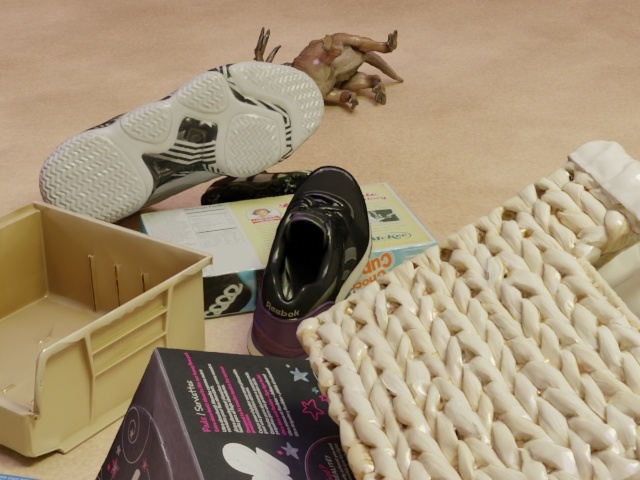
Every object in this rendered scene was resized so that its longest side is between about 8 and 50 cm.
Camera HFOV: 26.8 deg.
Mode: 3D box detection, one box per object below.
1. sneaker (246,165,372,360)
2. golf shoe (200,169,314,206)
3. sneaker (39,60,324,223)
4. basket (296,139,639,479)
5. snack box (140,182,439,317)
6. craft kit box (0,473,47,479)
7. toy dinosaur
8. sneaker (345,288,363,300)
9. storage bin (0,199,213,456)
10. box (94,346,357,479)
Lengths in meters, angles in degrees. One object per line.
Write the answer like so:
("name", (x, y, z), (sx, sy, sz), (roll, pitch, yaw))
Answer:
("sneaker", (0.000, 0.000, 1.440), (0.107, 0.124, 0.283), (12, 47, 4))
("golf shoe", (-0.056, -0.065, 1.738), (0.198, 0.077, 0.094), (-1, 25, -3))
("sneaker", (-0.184, -0.123, 1.691), (0.366, 0.137, 0.210), (-23, 8, -14))
("basket", (0.191, 0.171, 0.871), (0.266, 0.331, 0.328), (-30, 28, 2))
("snack box", (-0.040, 0.009, 1.595), (0.322, 0.060, 0.187), (-8, 27, -14))
("craft kit box", (-0.208, 0.281, 1.030), (0.250, 0.061, 0.246), (6, 23, 14))
("toy dinosaur", (0.000, -0.286, 2.166), (0.200, 0.127, 0.295), (14, 22, 43))
("sneaker", (0.045, 0.086, 1.453), (0.098, 0.038, 0.069), (16, 29, 33))
("storage bin", (-0.291, 0.083, 1.374), (0.262, 0.123, 0.260), (17, 30, 32))
("box", (-0.054, 0.217, 0.938), (0.142, 0.163, 0.247), (9, 34, -29))
